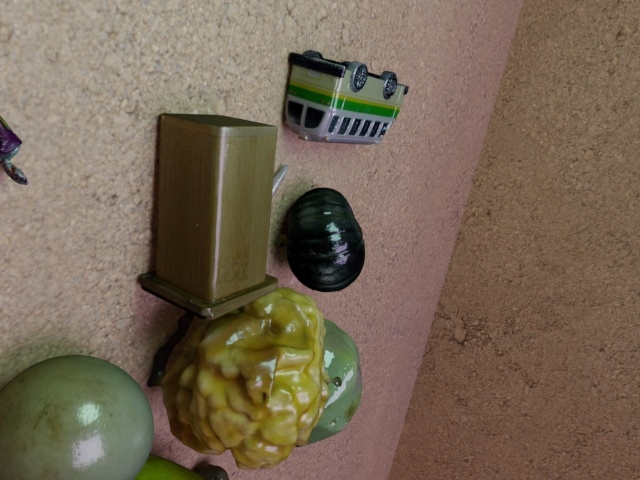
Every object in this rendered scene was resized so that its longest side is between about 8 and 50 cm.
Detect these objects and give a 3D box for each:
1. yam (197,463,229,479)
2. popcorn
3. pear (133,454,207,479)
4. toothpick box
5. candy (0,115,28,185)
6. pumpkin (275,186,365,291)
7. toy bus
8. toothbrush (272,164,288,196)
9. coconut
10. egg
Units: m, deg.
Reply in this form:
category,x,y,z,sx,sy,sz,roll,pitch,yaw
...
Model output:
category,x,y,z,sx,sy,sz,roll,pitch,yaw
yam,-0.325,0.710,1.200,0.331,0.133,0.133,-64,150,-14
popcorn,-0.149,0.253,0.965,0.349,0.381,0.349,3,90,-85
pear,-0.363,0.558,0.951,0.342,0.238,0.318,-35,125,-34
toothpick box,-0.185,-0.055,0.867,0.190,0.187,0.308,-17,120,-51
candy,-0.401,-0.142,0.590,0.043,0.045,0.175,-39,140,-23
pumpkin,0.000,0.000,1.182,0.250,0.216,0.250,3,90,-86
toy bus,0.061,-0.307,1.115,0.305,0.143,0.179,-14,123,-55
toothbrush,-0.153,-0.040,1.069,0.307,0.025,0.029,-60,141,-12
coconut,-0.033,0.358,1.237,0.329,0.281,0.328,-60,-173,12
egg,-0.370,0.299,0.766,0.218,0.218,0.295,-53,159,-23
